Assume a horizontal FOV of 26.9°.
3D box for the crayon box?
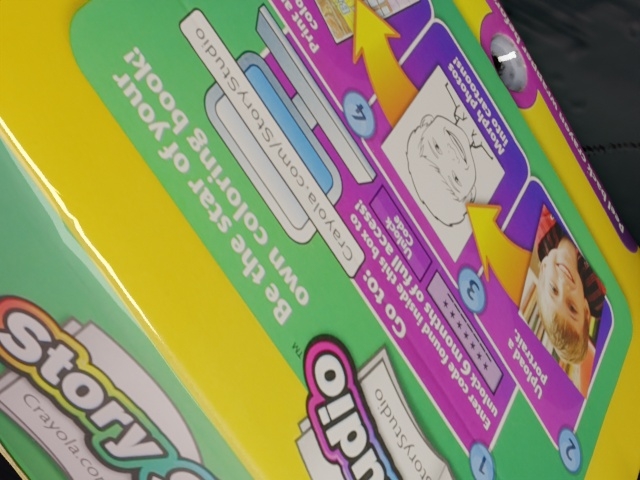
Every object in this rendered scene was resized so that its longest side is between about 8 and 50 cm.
[{"bbox_3d":[0.000,0.000,0.552,0.106,0.313,0.363,-20,112,36],"label":"crayon box"}]
